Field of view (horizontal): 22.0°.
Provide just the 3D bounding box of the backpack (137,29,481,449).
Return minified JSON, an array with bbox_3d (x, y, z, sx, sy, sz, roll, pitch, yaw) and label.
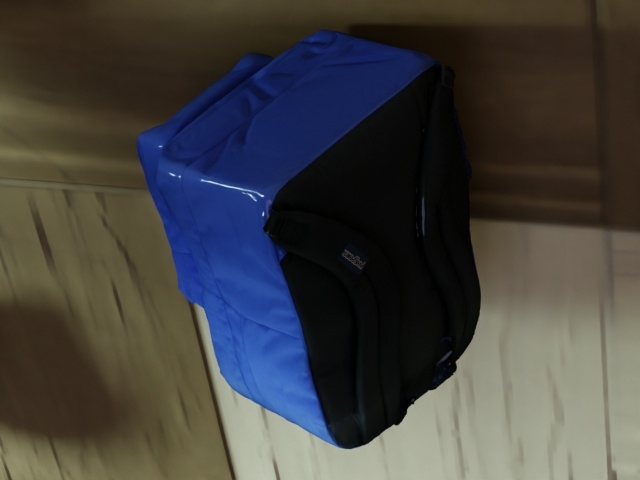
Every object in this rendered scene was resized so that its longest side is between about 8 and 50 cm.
[{"bbox_3d":[0.000,0.000,0.556,0.101,0.098,0.120,23,141,44],"label":"backpack"}]
